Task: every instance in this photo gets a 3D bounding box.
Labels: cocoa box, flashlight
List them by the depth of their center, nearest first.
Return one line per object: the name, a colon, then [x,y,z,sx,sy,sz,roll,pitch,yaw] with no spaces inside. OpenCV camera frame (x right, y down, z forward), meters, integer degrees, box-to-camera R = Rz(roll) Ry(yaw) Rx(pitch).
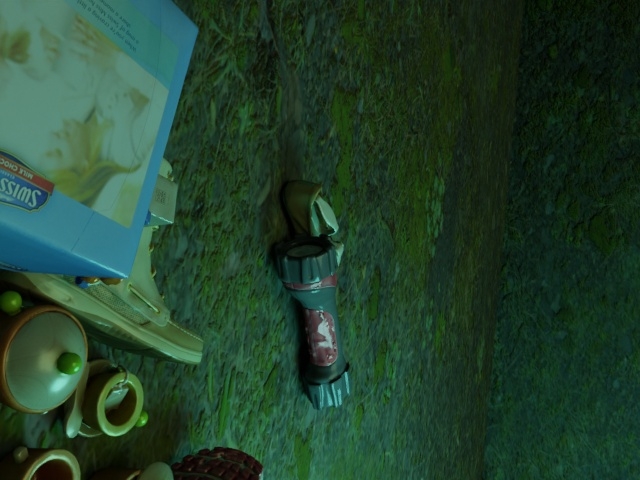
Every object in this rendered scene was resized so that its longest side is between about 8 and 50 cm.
cocoa box: [-0.287,-0.133,0.430,0.347,0.227,0.232,37,59,-57]
flashlight: [-0.008,0.143,1.113,0.103,0.103,0.304,-123,-156,-65]

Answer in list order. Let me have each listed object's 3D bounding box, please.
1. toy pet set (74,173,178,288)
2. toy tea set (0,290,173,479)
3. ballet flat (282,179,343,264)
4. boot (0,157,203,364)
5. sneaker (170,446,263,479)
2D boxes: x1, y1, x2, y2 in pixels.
toy pet set: [-0.189,-0.027,0.587,0.065,0.114,0.122,28,60,-57]
toy tea set: [-0.236,0.193,0.651,0.336,0.124,0.200,48,50,-52]
ballet flat: [0.000,0.000,1.138,0.080,0.073,0.232,-62,142,-43]
boot: [-0.202,0.014,0.736,0.262,0.095,0.204,40,57,-44]
sneaker: [-0.173,0.379,0.801,0.299,0.120,0.112,-49,143,-40]
